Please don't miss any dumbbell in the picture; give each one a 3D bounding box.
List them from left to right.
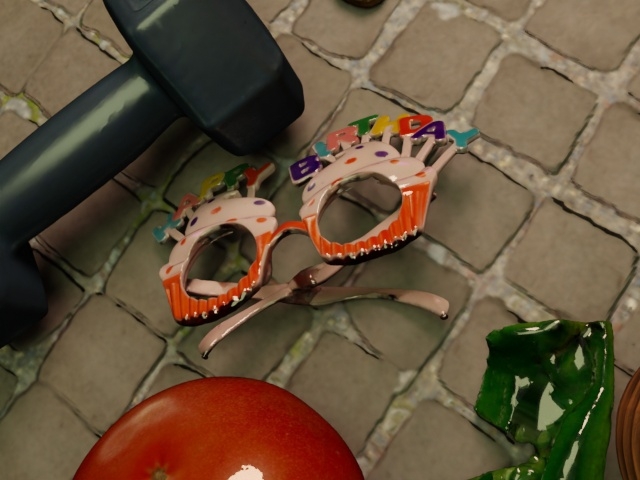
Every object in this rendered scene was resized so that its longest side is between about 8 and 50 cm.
[{"bbox_3d":[-0.175,-0.062,0.582,0.325,0.144,0.160,-39,106,2],"label":"dumbbell"}]

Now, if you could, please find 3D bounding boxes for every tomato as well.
[{"bbox_3d":[-0.064,0.169,0.486,0.195,0.136,0.195,-17,39,14],"label":"tomato"}]

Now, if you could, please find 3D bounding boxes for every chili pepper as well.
[{"bbox_3d":[0.117,0.164,0.496,0.099,0.083,0.253,15,78,29],"label":"chili pepper"}]

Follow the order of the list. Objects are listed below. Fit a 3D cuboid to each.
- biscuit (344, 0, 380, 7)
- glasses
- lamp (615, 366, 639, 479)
[{"bbox_3d":[0.066,-0.287,0.645,0.205,0.031,0.138,-39,71,1],"label":"biscuit"},{"bbox_3d":[-0.003,-0.009,0.580,0.255,0.095,0.162,-18,46,11],"label":"glasses"},{"bbox_3d":[0.233,0.113,0.452,0.136,0.136,0.136,-3,76,13],"label":"lamp"}]
